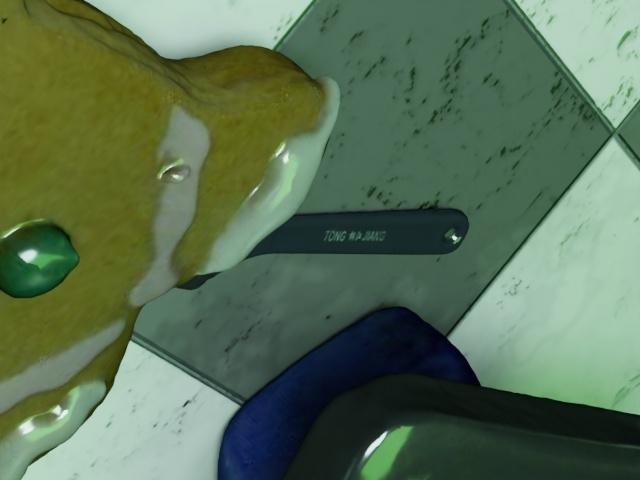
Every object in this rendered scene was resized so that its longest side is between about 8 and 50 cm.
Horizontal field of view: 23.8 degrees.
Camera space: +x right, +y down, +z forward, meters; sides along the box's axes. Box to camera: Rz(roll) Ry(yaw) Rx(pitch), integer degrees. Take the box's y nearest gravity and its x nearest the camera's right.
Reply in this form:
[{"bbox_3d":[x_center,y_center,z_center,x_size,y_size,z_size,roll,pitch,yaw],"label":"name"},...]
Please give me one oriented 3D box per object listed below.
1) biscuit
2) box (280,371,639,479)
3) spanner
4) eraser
[{"bbox_3d":[-0.176,-0.032,0.529,0.283,0.064,0.432,-46,143,5],"label":"biscuit"},{"bbox_3d":[0.065,0.207,0.787,0.290,0.073,0.289,15,110,-40],"label":"box"},{"bbox_3d":[0.000,0.000,0.776,0.208,0.012,0.046,-2,121,-41],"label":"spanner"},{"bbox_3d":[0.045,0.199,0.896,0.155,0.101,0.332,-34,135,-14],"label":"eraser"}]
